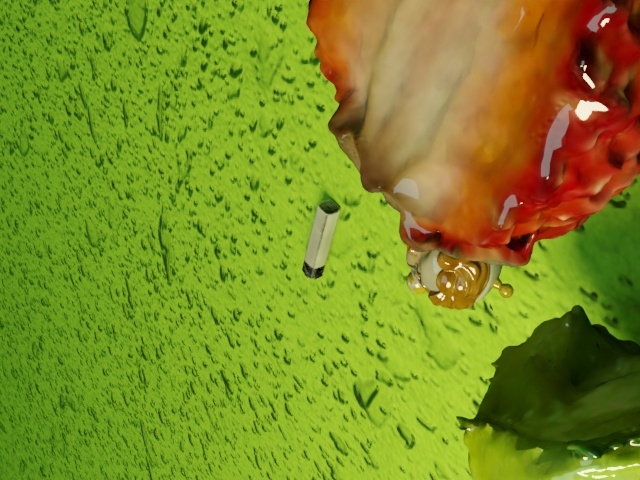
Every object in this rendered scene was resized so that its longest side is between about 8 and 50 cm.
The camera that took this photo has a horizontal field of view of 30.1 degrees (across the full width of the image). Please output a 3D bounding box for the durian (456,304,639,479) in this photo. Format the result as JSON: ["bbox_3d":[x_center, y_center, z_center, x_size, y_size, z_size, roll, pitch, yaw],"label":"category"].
[{"bbox_3d":[0.234,0.178,0.653,0.255,0.204,0.340,-33,74,45],"label":"durian"}]

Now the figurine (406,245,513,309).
[{"bbox_3d":[0.089,-0.006,0.911,0.143,0.068,0.101,-139,46,-57],"label":"figurine"}]

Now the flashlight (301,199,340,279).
[{"bbox_3d":[0.000,0.000,1.086,0.018,0.018,0.083,47,141,31],"label":"flashlight"}]

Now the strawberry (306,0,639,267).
[{"bbox_3d":[0.128,-0.151,0.714,0.265,0.149,0.336,51,133,40],"label":"strawberry"}]
